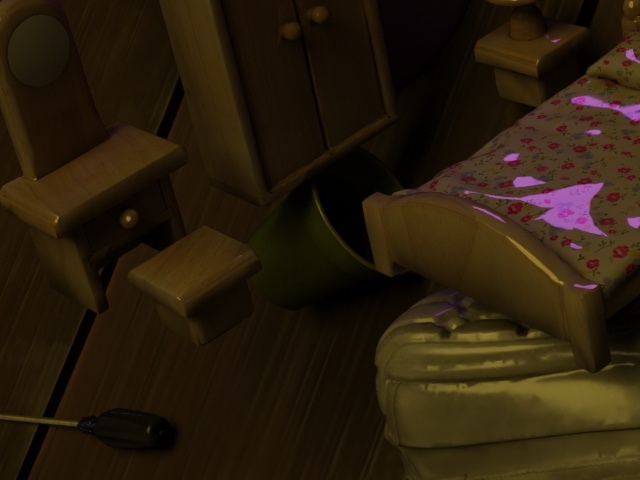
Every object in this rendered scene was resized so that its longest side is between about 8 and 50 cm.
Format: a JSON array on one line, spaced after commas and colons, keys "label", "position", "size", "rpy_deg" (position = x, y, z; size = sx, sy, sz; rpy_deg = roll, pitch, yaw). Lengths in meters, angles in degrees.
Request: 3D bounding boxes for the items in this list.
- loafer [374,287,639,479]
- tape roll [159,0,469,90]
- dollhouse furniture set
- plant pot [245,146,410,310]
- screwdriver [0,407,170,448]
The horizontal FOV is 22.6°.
[{"label": "loafer", "position": [0.178, 0.077, 0.717], "size": [0.319, 0.112, 0.111], "rpy_deg": [-1, 110, 30]}, {"label": "tape roll", "position": [-0.002, -0.175, 0.962], "size": [0.189, 0.080, 0.189], "rpy_deg": [-15, 62, 31]}, {"label": "dollhouse furniture set", "position": [0.064, -0.065, 0.700], "size": [0.303, 0.174, 0.355], "rpy_deg": [-34, 37, -28]}, {"label": "plant pot", "position": [0.000, 0.000, 0.894], "size": [0.079, 0.083, 0.083], "rpy_deg": [-35, 53, 35]}, {"label": "screwdriver", "position": [-0.158, 0.116, 0.995], "size": [0.170, 0.024, 0.025], "rpy_deg": [-5, 40, 37]}]
